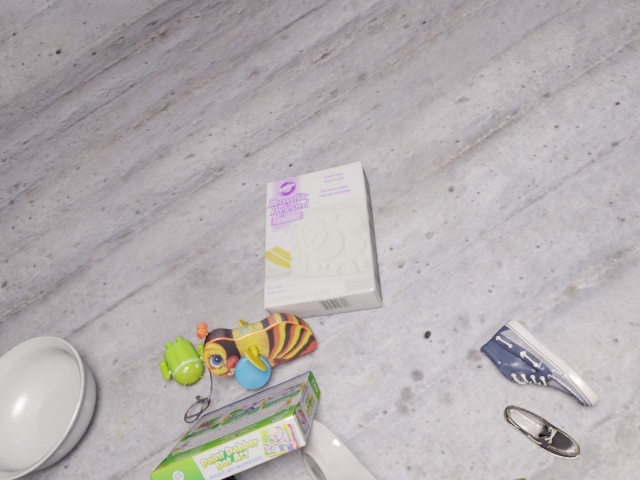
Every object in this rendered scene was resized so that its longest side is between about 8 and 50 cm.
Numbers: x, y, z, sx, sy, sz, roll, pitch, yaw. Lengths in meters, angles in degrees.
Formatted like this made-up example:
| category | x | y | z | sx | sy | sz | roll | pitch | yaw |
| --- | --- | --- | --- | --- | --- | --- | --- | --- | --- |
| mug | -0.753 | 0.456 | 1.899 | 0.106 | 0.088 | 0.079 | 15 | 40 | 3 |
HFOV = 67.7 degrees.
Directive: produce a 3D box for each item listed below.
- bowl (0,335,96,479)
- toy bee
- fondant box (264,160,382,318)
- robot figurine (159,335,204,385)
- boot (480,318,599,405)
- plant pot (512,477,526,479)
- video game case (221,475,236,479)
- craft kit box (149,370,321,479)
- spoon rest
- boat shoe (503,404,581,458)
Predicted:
| category | x | y | z | sx | sy | sz | roll | pitch | yaw |
| --- | --- | --- | --- | --- | --- | --- | --- | --- | --- |
| bowl | -0.605 | 0.370 | 1.048 | 0.298 | 0.134 | 0.297 | -9 | 59 | 15 |
| toy bee | -0.164 | 0.218 | 0.943 | 0.298 | 0.162 | 0.195 | -37 | 20 | -26 |
| fondant box | 0.000 | 0.000 | 1.072 | 0.238 | 0.096 | 0.330 | -11 | 57 | 14 |
| robot figurine | -0.298 | 0.264 | 1.040 | 0.101 | 0.067 | 0.115 | -20 | 49 | -29 |
| boot | 0.374 | 0.230 | 0.830 | 0.086 | 0.069 | 0.190 | -43 | 48 | 1 |
| plant pot | 0.301 | 0.424 | 0.734 | 0.083 | 0.083 | 0.079 | -29 | 67 | 2 |
| video game case | -0.197 | 0.494 | 0.785 | 0.042 | 0.232 | 0.210 | 24 | 67 | -7 |
| craft kit box | -0.131 | 0.331 | 0.843 | 0.250 | 0.246 | 0.061 | -24 | 86 | 6 |
| spoon rest | 0.059 | 0.420 | 0.804 | 0.084 | 0.137 | 0.276 | -25 | 64 | -31 |
| boat shoe | 0.366 | 0.315 | 0.792 | 0.125 | 0.038 | 0.046 | 31 | 75 | 31 |
